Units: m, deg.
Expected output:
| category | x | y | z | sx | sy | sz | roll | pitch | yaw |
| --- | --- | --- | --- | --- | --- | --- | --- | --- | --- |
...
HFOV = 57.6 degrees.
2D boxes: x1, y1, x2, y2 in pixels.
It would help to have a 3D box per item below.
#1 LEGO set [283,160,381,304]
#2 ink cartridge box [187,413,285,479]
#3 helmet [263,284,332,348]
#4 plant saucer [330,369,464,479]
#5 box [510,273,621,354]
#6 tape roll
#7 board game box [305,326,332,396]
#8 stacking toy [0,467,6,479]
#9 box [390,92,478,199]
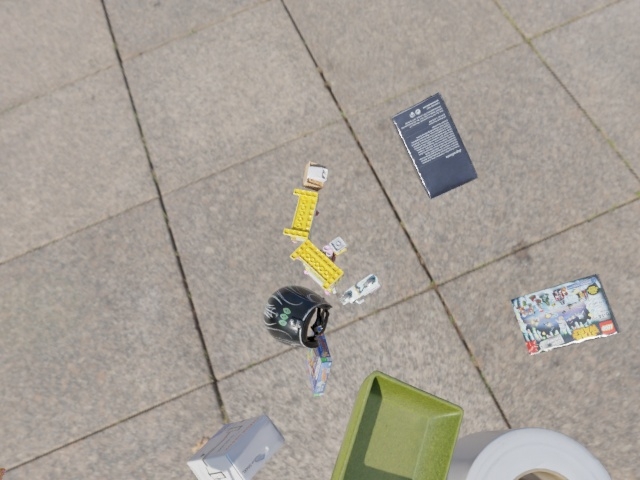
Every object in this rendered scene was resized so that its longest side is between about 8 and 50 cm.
| category | x | y | z | sx | sy | sz | roll | pitch | yaw |
| --- | --- | --- | --- | --- | --- | --- | --- | --- | --- |
| LEGO set | 0.000 | 0.000 | 1.109 | 0.132 | 0.107 | 0.287 | -23 | 71 | -4 |
| ink cartridge box | -0.204 | 0.507 | 1.401 | 0.086 | 0.203 | 0.148 | 55 | 45 | -3 |
| helmet | -0.066 | 0.192 | 1.492 | 0.161 | 0.169 | 0.169 | 20 | 68 | 37 |
| plant saucer | 0.085 | 0.273 | 0.725 | 0.045 | 0.188 | 0.188 | -1 | 65 | 51 |
| box | 0.379 | 0.116 | 0.907 | 0.137 | 0.027 | 0.094 | -23 | 75 | 29 |
| tape roll | 0.299 | 0.412 | 0.880 | 0.246 | 0.169 | 0.246 | 3 | 69 | -8 |
| board game box | -0.009 | 0.394 | 1.886 | 0.035 | 0.201 | 0.136 | -4 | 47 | -15 |
| stacking toy | -0.532 | 0.520 | 1.019 | 0.175 | 0.166 | 0.302 | -29 | 66 | -39 |
| box | 0.197 | -0.170 | 1.038 | 0.093 | 0.156 | 0.158 | -26 | 98 | 11 |
